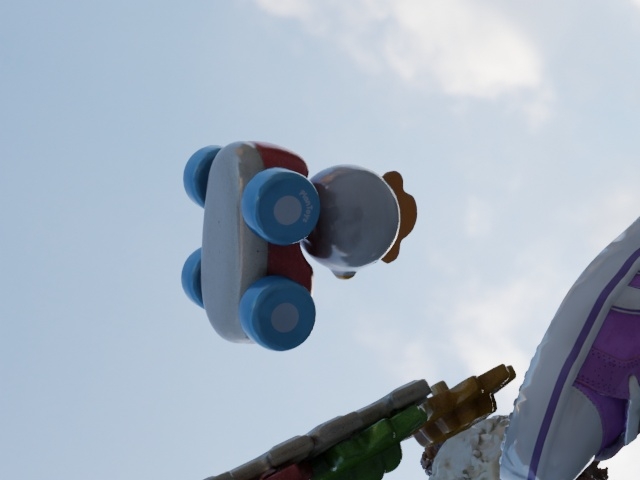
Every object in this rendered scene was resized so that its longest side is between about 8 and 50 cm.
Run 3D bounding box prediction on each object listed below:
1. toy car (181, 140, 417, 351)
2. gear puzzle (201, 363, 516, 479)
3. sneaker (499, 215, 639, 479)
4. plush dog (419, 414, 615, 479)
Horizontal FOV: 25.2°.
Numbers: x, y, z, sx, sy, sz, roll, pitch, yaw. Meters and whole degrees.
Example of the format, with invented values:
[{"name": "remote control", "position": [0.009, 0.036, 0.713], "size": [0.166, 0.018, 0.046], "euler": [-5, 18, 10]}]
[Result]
[{"name": "toy car", "position": [0.000, 0.000, 1.498], "size": [0.238, 0.219, 0.210], "euler": [-2, -79, -23]}, {"name": "gear puzzle", "position": [-0.024, 0.141, 0.754], "size": [0.339, 0.175, 0.044], "euler": [-21, -104, -36]}, {"name": "sneaker", "position": [0.231, 0.062, 0.831], "size": [0.282, 0.161, 0.102], "euler": [-45, -29, -27]}, {"name": "plush dog", "position": [0.140, 0.256, 1.190], "size": [0.211, 0.262, 0.225], "euler": [10, -90, -42]}]
